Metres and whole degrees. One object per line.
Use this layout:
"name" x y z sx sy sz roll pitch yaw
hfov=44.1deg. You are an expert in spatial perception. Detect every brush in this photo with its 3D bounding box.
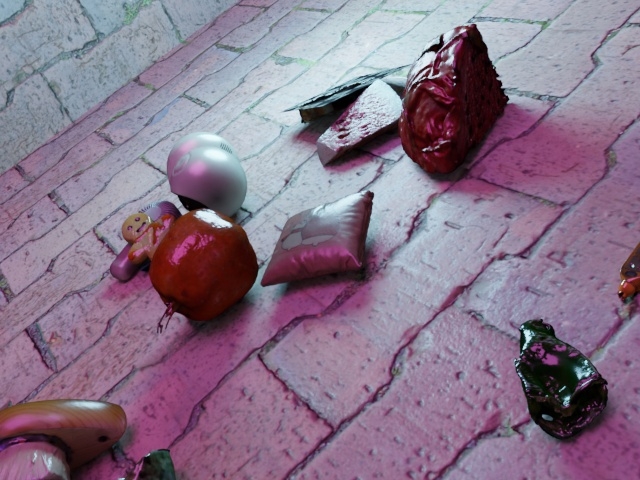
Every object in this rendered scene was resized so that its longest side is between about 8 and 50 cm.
"brush" -0.474 0.387 1.407 0.266 0.174 0.166 -16 44 -6

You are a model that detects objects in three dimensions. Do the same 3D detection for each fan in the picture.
"fan" -0.444 0.001 1.998 0.130 0.074 0.244 13 56 34

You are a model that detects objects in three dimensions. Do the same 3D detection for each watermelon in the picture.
"watermelon" 0.095 -0.266 1.916 0.241 0.094 0.154 -34 41 -2

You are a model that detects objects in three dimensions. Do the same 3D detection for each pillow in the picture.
"pillow" 0.000 0.000 1.607 0.236 0.084 0.223 -15 36 30

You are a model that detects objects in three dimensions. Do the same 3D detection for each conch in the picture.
"conch" -0.320 0.422 1.254 0.188 0.122 0.176 -23 12 8

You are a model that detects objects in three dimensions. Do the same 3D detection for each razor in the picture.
"razor" -0.380 0.026 1.942 0.028 0.044 0.154 36 71 29

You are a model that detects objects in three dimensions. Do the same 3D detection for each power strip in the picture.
"power strip" 0.501 0.026 1.204 0.178 0.028 0.049 -46 35 -23

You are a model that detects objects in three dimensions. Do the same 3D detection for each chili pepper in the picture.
"chili pepper" 0.329 0.180 1.106 0.108 0.062 0.216 -17 33 9

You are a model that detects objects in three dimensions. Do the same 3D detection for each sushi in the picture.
"sushi" 0.071 -0.373 2.080 0.292 0.059 0.294 -29 16 -22

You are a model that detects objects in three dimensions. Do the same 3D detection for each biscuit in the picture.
"biscuit" -0.400 0.001 1.917 0.234 0.030 0.153 33 71 33

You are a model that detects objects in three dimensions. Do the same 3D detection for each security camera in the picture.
"security camera" -0.273 -0.149 1.945 0.194 0.194 0.236 -33 32 -3

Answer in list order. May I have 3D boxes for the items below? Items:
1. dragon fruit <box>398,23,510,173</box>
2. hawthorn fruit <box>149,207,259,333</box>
"dragon fruit" 0.293 -0.281 1.691 0.240 0.302 0.330 6 52 4
"hawthorn fruit" -0.255 0.070 1.608 0.211 0.211 0.299 0 42 40
